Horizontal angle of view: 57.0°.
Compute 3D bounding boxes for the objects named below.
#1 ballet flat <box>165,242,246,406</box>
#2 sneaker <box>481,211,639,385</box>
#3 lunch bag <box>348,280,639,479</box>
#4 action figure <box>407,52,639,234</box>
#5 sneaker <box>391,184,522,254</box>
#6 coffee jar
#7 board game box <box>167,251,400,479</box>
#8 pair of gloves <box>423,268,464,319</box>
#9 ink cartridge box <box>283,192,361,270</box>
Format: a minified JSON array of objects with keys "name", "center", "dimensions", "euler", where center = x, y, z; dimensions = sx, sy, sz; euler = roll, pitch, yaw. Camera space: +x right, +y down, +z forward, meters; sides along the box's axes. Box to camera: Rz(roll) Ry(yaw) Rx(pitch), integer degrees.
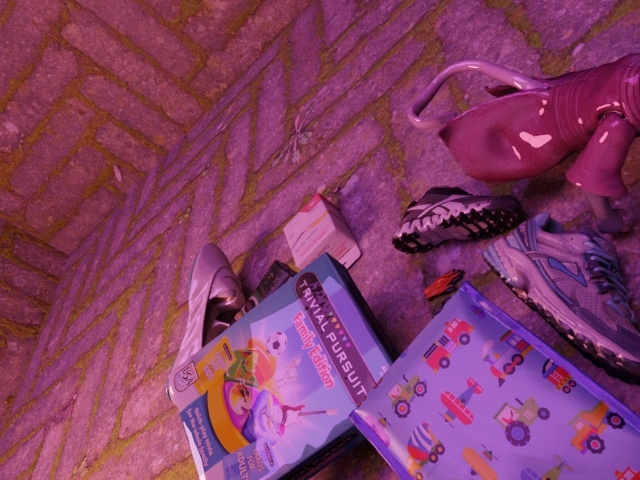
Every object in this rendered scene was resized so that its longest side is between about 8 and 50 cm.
[{"name":"ballet flat","center":[-0.232,0.179,1.318],"dimensions":[0.139,0.139,0.401],"euler":[-26,45,40]},{"name":"sneaker","center":[0.301,0.047,0.685],"dimensions":[0.122,0.110,0.283],"euler":[-46,31,8]},{"name":"lunch bag","center":[0.207,0.223,0.641],"dimensions":[0.221,0.138,0.293],"euler":[-50,39,3]},{"name":"action figure","center":[0.333,-0.175,0.723],"dimensions":[0.248,0.275,0.370],"euler":[-54,15,-11]},{"name":"sneaker","center":[0.212,-0.051,0.937],"dimensions":[0.234,0.078,0.106],"euler":[-18,48,49]},{"name":"coffee jar","center":[-0.107,0.138,1.201],"dimensions":[0.184,0.079,0.096],"euler":[-54,33,0]},{"name":"board game box","center":[-0.053,0.218,0.884],"dimensions":[0.336,0.079,0.254],"euler":[-39,53,9]},{"name":"pair of gloves","center":[0.195,0.084,0.894],"dimensions":[0.074,0.010,0.083],"euler":[-38,36,24]},{"name":"ink cartridge box","center":[0.000,0.000,1.199],"dimensions":[0.115,0.067,0.198],"euler":[-47,31,13]}]
